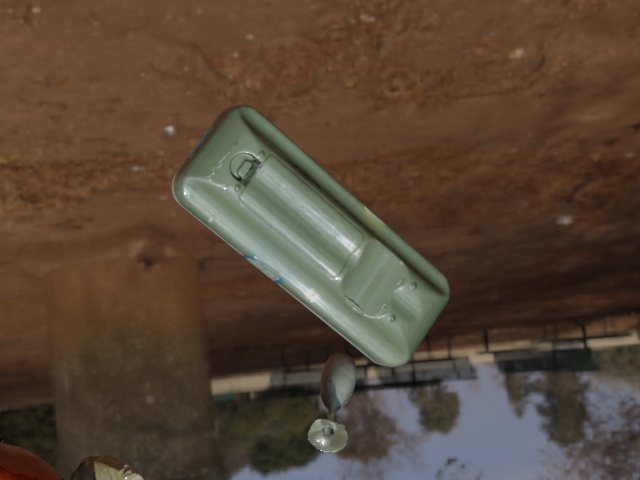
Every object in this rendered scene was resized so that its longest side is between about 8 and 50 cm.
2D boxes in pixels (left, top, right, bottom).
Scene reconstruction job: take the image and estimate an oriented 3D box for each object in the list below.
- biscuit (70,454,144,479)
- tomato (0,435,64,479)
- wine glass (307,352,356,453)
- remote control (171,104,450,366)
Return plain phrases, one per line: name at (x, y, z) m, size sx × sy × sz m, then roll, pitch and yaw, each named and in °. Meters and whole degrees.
biscuit at (-0.222, 0.312, 1.154) m, size 0.032 × 0.250 × 0.133 m, roll -25°, pitch -143°, yaw -38°
tomato at (-0.378, 0.302, 0.958) m, size 0.341 × 0.273 × 0.341 m, roll 1°, pitch 148°, yaw 0°
wine glass at (0.024, 0.252, 1.741) m, size 0.066 × 0.066 × 0.198 m, roll -5°, pitch -155°, yaw 11°
remote control at (0.000, 0.000, 1.176) m, size 0.335 × 0.128 × 0.065 m, roll 40°, pitch 164°, yaw -22°
